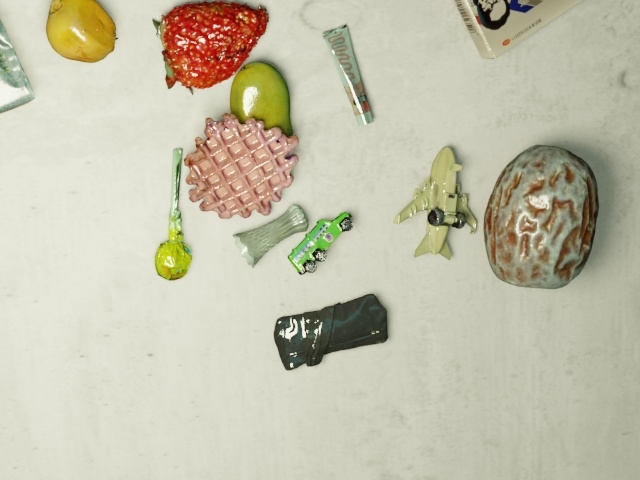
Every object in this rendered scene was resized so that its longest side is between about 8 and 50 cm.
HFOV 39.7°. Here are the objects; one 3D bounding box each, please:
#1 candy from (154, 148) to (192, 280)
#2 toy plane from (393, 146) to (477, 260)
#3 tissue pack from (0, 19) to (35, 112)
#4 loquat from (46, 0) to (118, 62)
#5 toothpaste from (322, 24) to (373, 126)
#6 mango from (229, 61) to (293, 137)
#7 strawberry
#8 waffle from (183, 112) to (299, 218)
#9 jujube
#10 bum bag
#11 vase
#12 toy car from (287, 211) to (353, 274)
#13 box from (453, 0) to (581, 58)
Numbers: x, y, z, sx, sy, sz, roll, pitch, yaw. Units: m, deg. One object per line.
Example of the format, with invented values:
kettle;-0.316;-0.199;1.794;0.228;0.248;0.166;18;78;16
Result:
candy;-0.287;-0.051;1.755;0.073;0.077;0.262;3;90;-4
toy plane;0.262;-0.079;1.918;0.229;0.092;0.244;5;101;-35
tissue pack;-0.692;-0.296;1.551;0.315;0.103;0.228;-25;104;-14
loquat;-0.433;-0.388;1.616;0.113;0.137;0.137;-36;112;27
toothpaste;0.062;-0.338;1.836;0.056;0.036;0.205;-23;102;-12
mango;-0.116;-0.258;1.758;0.122;0.085;0.191;-18;108;-30
strawberry;-0.195;-0.375;1.707;0.228;0.098;0.174;-11;103;-16
waffle;-0.158;-0.138;1.745;0.221;0.055;0.234;12;123;-21
jujube;0.486;-0.053;1.928;0.246;0.215;0.308;-2;99;-19
bum bag;0.023;0.193;1.898;0.248;0.060;0.123;-15;102;-14
vase;-0.097;-0.014;1.816;0.148;0.081;0.081;-31;107;-15
toy car;0.000;0.000;1.854;0.062;0.071;0.165;42;85;-6
box;0.452;-0.573;1.912;0.353;0.069;0.214;-34;108;-9
